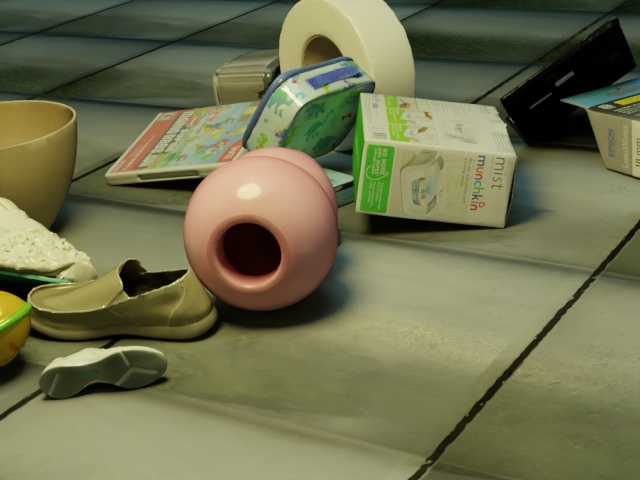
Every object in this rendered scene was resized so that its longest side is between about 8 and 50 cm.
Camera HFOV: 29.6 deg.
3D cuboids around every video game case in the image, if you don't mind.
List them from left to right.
[{"bbox_3d":[-0.220,-0.174,2.132,0.285,0.025,0.204,-2,38,33],"label":"video game case"}]

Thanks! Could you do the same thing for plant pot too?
[{"bbox_3d":[-0.515,-0.091,1.913,0.284,0.191,0.284,-4,22,2],"label":"plant pot"}]

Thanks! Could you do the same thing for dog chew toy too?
[{"bbox_3d":[-0.066,-0.035,1.671,0.207,0.206,0.332,-1,19,10],"label":"dog chew toy"}]

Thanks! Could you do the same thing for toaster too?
[{"bbox_3d":[-0.117,-0.312,2.445,0.146,0.129,0.227,3,26,29],"label":"toaster"}]

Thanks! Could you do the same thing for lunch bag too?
[{"bbox_3d":[-0.017,-0.214,2.005,0.090,0.176,0.219,46,42,17],"label":"lunch bag"}]

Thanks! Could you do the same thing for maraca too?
[{"bbox_3d":[-0.439,0.123,1.513,0.186,0.099,0.127,-25,8,24],"label":"maraca"}]

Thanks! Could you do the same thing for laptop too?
[{"bbox_3d":[0.418,-0.295,2.133,0.234,0.264,0.136,-36,58,8],"label":"laptop"}]

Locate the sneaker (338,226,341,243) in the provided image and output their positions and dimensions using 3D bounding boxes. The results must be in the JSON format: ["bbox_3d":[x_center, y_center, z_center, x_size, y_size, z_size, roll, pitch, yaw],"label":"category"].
[{"bbox_3d":[0.000,0.000,1.783,0.037,0.032,0.083,9,26,30],"label":"sneaker"}]

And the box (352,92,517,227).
[{"bbox_3d":[0.171,-0.134,1.896,0.231,0.126,0.262,6,22,-3],"label":"box"}]

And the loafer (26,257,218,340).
[{"bbox_3d":[-0.267,0.072,1.592,0.269,0.092,0.102,-1,23,12],"label":"loafer"}]

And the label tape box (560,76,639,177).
[{"bbox_3d":[0.594,-0.182,1.988,0.241,0.106,0.334,-17,22,-25],"label":"label tape box"}]

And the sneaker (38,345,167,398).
[{"bbox_3d":[-0.261,0.148,1.460,0.152,0.053,0.061,-7,20,-2],"label":"sneaker"}]

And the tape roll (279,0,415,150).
[{"bbox_3d":[0.044,-0.309,2.196,0.100,0.286,0.286,-21,27,-32],"label":"tape roll"}]

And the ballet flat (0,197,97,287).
[{"bbox_3d":[-0.510,-0.003,1.734,0.409,0.147,0.147,2,23,18],"label":"ballet flat"}]

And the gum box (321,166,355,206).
[{"bbox_3d":[-0.055,-0.083,1.984,0.157,0.041,0.184,-22,28,-36],"label":"gum box"}]
